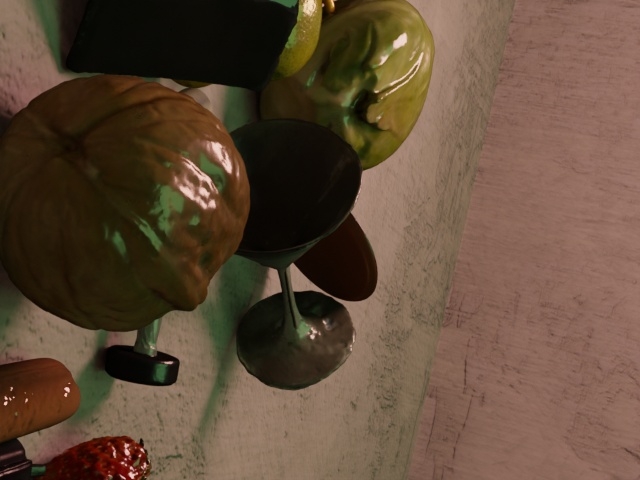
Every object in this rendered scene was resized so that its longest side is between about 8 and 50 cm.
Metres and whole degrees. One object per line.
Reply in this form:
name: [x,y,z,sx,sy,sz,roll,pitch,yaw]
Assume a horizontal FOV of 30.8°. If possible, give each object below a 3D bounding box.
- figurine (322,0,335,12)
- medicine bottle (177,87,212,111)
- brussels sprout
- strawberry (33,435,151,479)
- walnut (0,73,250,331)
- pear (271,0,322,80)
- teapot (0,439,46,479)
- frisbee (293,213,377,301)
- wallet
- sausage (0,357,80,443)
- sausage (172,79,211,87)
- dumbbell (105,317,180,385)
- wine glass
figurine: [-0.044,-0.448,1.812,0.141,0.166,0.250,-40,125,0]
medicine bottle: [-0.218,-0.143,1.515,0.231,0.059,0.059,-43,140,-59]
brussels sprout: [0.050,-0.258,1.923,0.328,0.247,0.328,-38,143,-35]
strawberry: [-0.315,0.328,1.466,0.175,0.107,0.236,-47,179,34]
walnut: [-0.218,-0.036,1.287,0.313,0.252,0.277,64,41,-62]
pear: [-0.083,-0.310,1.630,0.216,0.166,0.180,-57,171,-73]
teapot: [-0.366,0.264,1.276,0.177,0.096,0.087,-2,103,-70]
frisbee: [0.000,0.000,1.949,0.021,0.250,0.251,-38,140,-30]
wallet: [-0.159,-0.252,1.397,0.285,0.030,0.146,-1,130,-39]
sausage: [-0.359,0.180,1.263,0.289,0.086,0.086,-7,107,-69]
sausage: [-0.176,-0.313,1.444,0.347,0.123,0.123,72,35,-53]
dumbbell: [-0.226,0.094,1.566,0.100,0.100,0.191,5,95,-71]
wine glass: [-0.060,0.040,1.813,0.406,0.267,0.267,86,24,-51]
